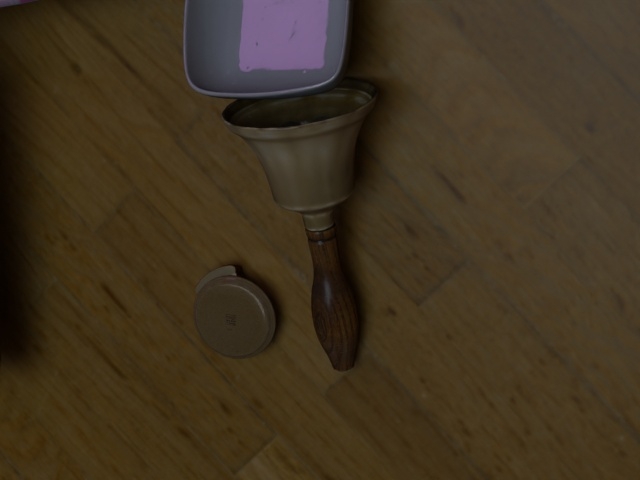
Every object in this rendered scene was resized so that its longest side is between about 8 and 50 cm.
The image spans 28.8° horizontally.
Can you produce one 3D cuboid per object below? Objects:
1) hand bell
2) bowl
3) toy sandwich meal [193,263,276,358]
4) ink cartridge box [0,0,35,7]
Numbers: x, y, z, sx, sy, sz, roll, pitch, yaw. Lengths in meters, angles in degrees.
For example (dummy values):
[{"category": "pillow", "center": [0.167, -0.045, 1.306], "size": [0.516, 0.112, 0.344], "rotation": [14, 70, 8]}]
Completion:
[{"category": "hand bell", "center": [0.000, 0.000, 1.030], "size": [0.126, 0.126, 0.242], "rotation": [0, 114, 21]}, {"category": "bowl", "center": [-0.036, -0.178, 0.998], "size": [0.142, 0.053, 0.142], "rotation": [0, 81, 20]}, {"category": "toy sandwich meal", "center": [-0.076, 0.063, 1.101], "size": [0.085, 0.029, 0.086], "rotation": [5, 107, 16]}, {"category": "ink cartridge box", "center": [-0.319, -0.276, 1.032], "size": [0.370, 0.069, 0.176], "rotation": [-8, 110, 9]}]
